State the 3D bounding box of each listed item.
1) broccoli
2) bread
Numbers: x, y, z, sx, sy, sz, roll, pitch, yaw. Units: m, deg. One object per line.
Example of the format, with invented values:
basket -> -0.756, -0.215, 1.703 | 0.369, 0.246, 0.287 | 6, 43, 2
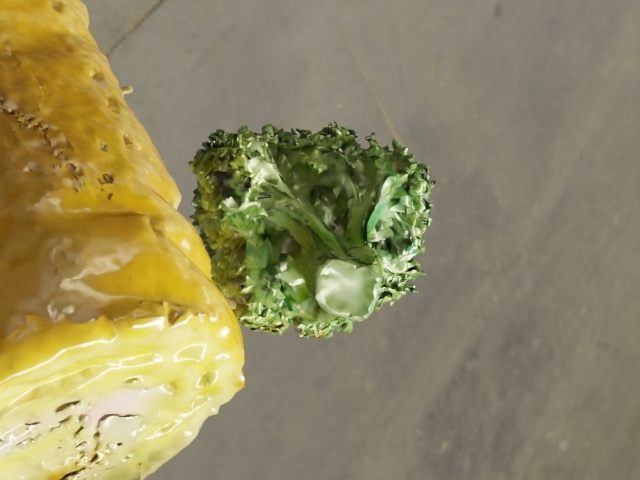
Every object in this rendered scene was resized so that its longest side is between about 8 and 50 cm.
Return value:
broccoli -> 0.000, 0.000, 0.848 | 0.219, 0.194, 0.194 | 35, 71, -19
bread -> -0.203, -0.027, 0.641 | 0.236, 0.375, 0.165 | -34, 145, 3
